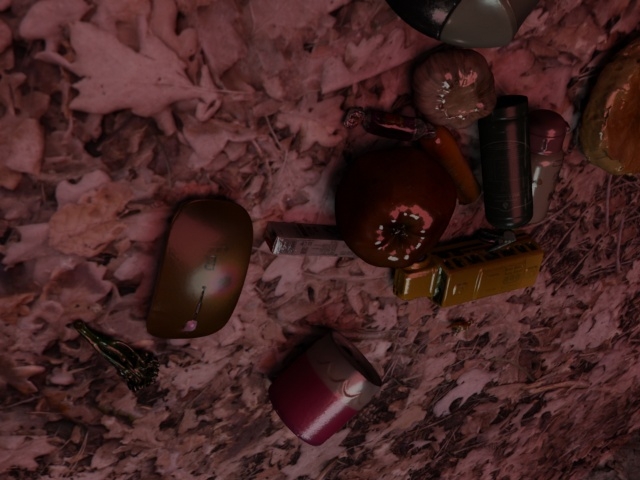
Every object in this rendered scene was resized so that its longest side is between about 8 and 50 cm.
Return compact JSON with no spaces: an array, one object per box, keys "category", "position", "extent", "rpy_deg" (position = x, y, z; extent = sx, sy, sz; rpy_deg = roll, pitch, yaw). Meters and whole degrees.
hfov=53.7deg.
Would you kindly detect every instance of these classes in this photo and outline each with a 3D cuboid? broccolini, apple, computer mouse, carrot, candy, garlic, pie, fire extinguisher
[{"category":"broccolini","position":[-0.371,0.207,1.162],"extent":[0.058,0.074,0.201],"rpy_deg":[-24,131,11]},{"category":"apple","position":[0.131,-0.057,1.141],"extent":[0.234,0.234,0.234],"rpy_deg":[-15,129,-19]},{"category":"computer mouse","position":[-0.219,0.066,1.137],"extent":[0.158,0.072,0.310],"rpy_deg":[4,122,-29]},{"category":"carrot","position":[0.251,-0.153,1.236],"extent":[0.067,0.067,0.225],"rpy_deg":[-41,135,4]},{"category":"candy","position":[0.125,-0.205,1.130],"extent":[0.175,0.043,0.045],"rpy_deg":[9,79,-11]},{"category":"garlic","position":[0.236,-0.271,1.119],"extent":[0.159,0.102,0.147],"rpy_deg":[21,125,-26]},{"category":"pie","position":[0.695,-0.289,1.365],"extent":[0.339,0.083,0.339],"rpy_deg":[-18,130,-22]},{"category":"fire extinguisher","position":[0.362,-0.122,1.250],"extent":[0.114,0.095,0.311],"rpy_deg":[-3,113,22]}]

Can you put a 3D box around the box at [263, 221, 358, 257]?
[{"category":"box","position":[0.000,0.000,1.217],"extent":[0.218,0.055,0.039],"rpy_deg":[3,123,-31]}]

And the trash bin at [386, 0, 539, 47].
[{"category":"trash bin","position":[0.256,-0.479,0.863],"extent":[0.432,0.280,0.280],"rpy_deg":[-49,132,7]}]

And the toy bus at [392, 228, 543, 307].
[{"category":"toy bus","position":[0.326,0.066,1.401],"extent":[0.335,0.123,0.121],"rpy_deg":[-11,128,-22]}]

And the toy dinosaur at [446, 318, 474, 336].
[{"category":"toy dinosaur","position":[0.348,0.221,1.592],"extent":[0.113,0.026,0.041],"rpy_deg":[-7,120,-36]}]

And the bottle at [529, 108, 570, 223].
[{"category":"bottle","position":[0.442,-0.156,1.310],"extent":[0.110,0.110,0.233],"rpy_deg":[-13,129,-20]}]

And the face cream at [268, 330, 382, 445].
[{"category":"face cream","position":[0.011,0.320,1.379],"extent":[0.195,0.175,0.175],"rpy_deg":[-44,132,6]}]
